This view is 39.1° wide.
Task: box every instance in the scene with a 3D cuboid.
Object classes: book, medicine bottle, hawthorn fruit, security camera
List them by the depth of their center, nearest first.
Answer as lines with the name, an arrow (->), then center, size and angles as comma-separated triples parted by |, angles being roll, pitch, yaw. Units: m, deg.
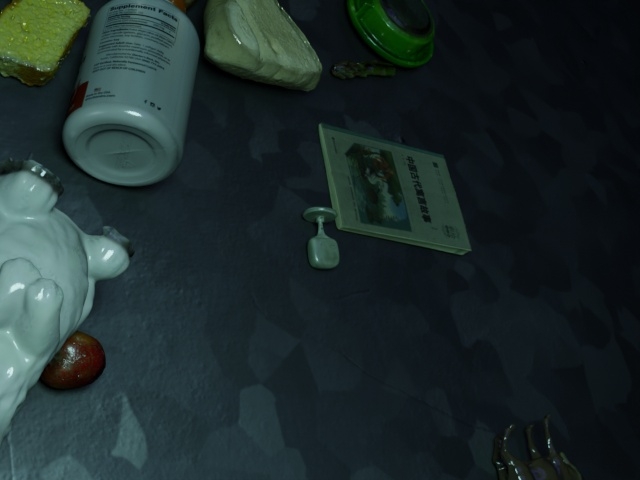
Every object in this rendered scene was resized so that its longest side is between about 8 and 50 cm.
hawthorn fruit -> -0.285, 0.137, 1.033 | 0.077, 0.077, 0.077 | 21, 52, -29
medicine bottle -> -0.250, -0.228, 1.236 | 0.157, 0.157, 0.289 | 23, 50, -27
security camera -> 0.000, 0.000, 1.383 | 0.058, 0.058, 0.092 | 13, 68, -33
book -> 0.128, -0.087, 1.556 | 0.282, 0.025, 0.215 | 9, 57, -34

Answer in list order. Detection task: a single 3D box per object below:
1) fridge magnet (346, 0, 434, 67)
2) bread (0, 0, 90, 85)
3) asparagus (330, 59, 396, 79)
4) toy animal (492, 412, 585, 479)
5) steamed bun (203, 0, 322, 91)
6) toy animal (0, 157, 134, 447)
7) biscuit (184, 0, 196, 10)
fridge magnet -> 0.141, -0.425, 1.739 | 0.208, 0.088, 0.208 | 21, 51, -29
bread -> -0.388, -0.278, 1.222 | 0.103, 0.065, 0.187 | 31, 44, -19
asparagus -> 0.076, -0.314, 1.655 | 0.165, 0.030, 0.036 | -13, 83, -44
toy animal -> 0.366, 0.375, 1.417 | 0.214, 0.094, 0.186 | -5, 62, -33
steamed bun -> -0.123, -0.324, 1.437 | 0.231, 0.110, 0.212 | 58, 31, 4
toy animal -> -0.351, 0.105, 0.905 | 0.194, 0.257, 0.357 | 39, 53, -29
biscuit -> -0.271, -0.518, 1.478 | 0.314, 0.063, 0.368 | 29, 49, -28
